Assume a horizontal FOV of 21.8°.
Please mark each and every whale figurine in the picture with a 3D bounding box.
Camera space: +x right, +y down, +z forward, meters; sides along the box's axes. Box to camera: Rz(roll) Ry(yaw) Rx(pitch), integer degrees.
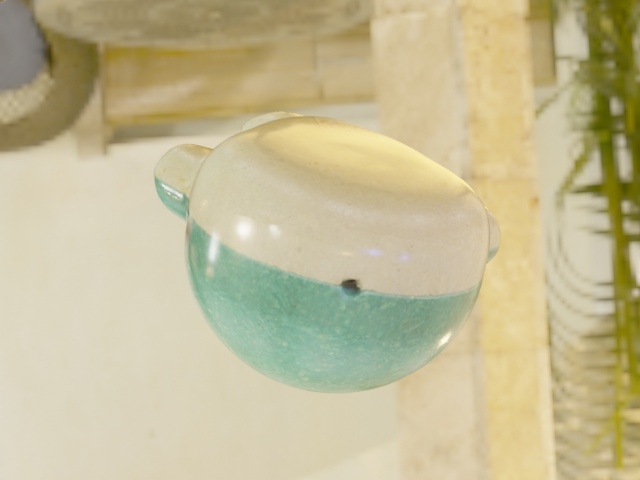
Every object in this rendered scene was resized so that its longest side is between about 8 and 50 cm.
[{"bbox_3d":[0.000,0.000,1.016,0.216,0.141,0.272,10,-164,-10],"label":"whale figurine"}]

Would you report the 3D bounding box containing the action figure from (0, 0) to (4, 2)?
[{"bbox_3d":[-0.140,-0.091,0.409,0.140,0.164,0.276,-3,-168,-8],"label":"action figure"}]
